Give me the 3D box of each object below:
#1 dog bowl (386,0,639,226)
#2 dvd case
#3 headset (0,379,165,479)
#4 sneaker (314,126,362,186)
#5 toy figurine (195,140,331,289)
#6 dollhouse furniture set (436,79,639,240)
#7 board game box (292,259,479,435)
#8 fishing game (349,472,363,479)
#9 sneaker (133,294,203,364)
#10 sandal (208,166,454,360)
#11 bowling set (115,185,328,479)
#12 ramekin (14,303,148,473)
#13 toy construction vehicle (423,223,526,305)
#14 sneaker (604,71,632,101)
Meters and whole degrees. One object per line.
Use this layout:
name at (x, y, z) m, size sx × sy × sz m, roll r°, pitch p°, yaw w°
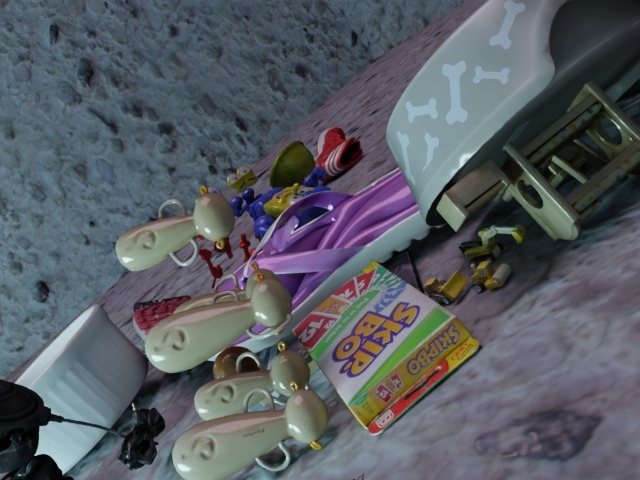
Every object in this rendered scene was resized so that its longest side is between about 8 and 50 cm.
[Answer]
dog bowl at (0.216, -0.162, 0.829) m, size 0.349 × 0.102 × 0.349 m, roll -35°, pitch -14°, yaw -10°
dvd case at (0.021, 0.095, 0.956) m, size 0.221 × 0.018 × 0.164 m, roll -36°, pitch 13°, yaw 11°
headset at (-0.377, 0.279, 0.954) m, size 0.394 × 0.243 × 0.185 m, roll -18°, pitch 13°, yaw -2°
sneaker at (0.055, -0.212, 1.889) m, size 0.128 × 0.087 × 0.221 m, roll -21°, pitch 31°, yaw 30°
toy figurine at (-0.043, -0.046, 1.508) m, size 0.217 × 0.191 × 0.362 m, roll 9°, pitch 32°, yaw 32°
dollhouse furniture set at (0.207, -0.033, 0.780) m, size 0.182 × 0.101 × 0.161 m, roll -37°, pitch -13°, yaw -11°
board game box at (0.053, 0.095, 0.793) m, size 0.124 × 0.039 × 0.259 m, roll -40°, pitch 20°, yaw -4°
fishing game at (-0.022, 0.243, 0.491) m, size 0.264 × 0.041 × 0.189 m, roll -45°, pitch 16°, yaw -30°
sneaker at (-0.217, 0.147, 1.220) m, size 0.121 × 0.112 × 0.299 m, roll -8°, pitch 1°, yaw -13°
sandal at (-0.005, -0.006, 1.017) m, size 0.416 × 0.102 × 0.169 m, roll -34°, pitch 31°, yaw 0°
bowling set at (-0.078, 0.095, 0.841) m, size 0.154 × 0.287 × 0.200 m, roll -23°, pitch -14°, yaw 11°
ramekin at (-0.401, 0.246, 1.275) m, size 0.277 × 0.135 × 0.277 m, roll -43°, pitch 12°, yaw 12°
toy construction vehicle at (0.152, 0.022, 0.805) m, size 0.086 × 0.035 × 0.098 m, roll -46°, pitch 14°, yaw -32°
sneaker at (0.296, -0.197, 1.036) m, size 0.271 × 0.108 × 0.100 m, roll -23°, pitch 17°, yaw 46°
